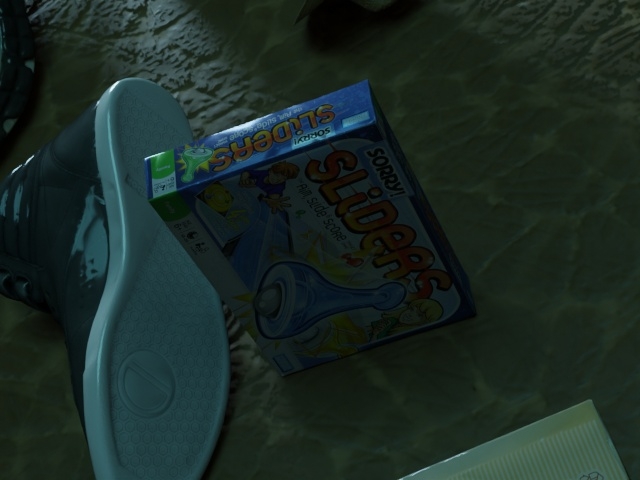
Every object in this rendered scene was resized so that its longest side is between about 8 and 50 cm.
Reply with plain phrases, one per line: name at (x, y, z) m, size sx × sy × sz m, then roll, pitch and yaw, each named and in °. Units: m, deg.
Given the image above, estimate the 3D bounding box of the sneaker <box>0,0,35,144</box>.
sneaker at (-0.335, -0.181, 1.257) m, size 0.182 × 0.158 × 0.410 m, roll -30°, pitch 42°, yaw 44°

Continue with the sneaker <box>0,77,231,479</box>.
sneaker at (-0.147, 0.052, 1.002) m, size 0.147 × 0.105 × 0.295 m, roll -24°, pitch 63°, yaw 42°

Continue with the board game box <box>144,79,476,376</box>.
board game box at (0.000, 0.000, 0.893) m, size 0.136 × 0.201 × 0.035 m, roll -19°, pitch 51°, yaw 12°

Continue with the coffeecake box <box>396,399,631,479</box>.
coffeecake box at (0.098, 0.173, 0.730) m, size 0.142 × 0.185 × 0.068 m, roll -24°, pitch 49°, yaw 7°

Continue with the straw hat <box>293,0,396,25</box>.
straw hat at (0.042, -0.205, 1.113) m, size 0.061 × 0.144 × 0.144 m, roll 31°, pitch 68°, yaw -2°
